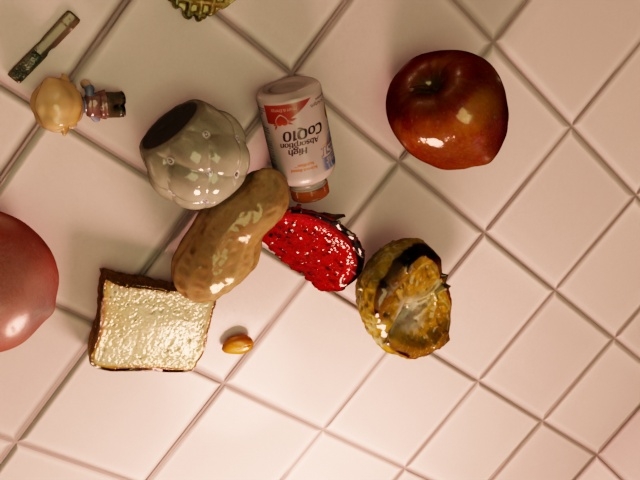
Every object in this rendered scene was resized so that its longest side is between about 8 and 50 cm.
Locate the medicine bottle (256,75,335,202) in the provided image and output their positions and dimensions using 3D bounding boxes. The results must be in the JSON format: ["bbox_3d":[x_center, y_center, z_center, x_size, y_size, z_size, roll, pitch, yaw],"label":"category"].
[{"bbox_3d":[-0.051,-0.237,1.679,0.157,0.157,0.288,-20,120,-13],"label":"medicine bottle"}]

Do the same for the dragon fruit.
[{"bbox_3d":[0.000,0.000,1.812,0.343,0.282,0.100,45,51,-32],"label":"dragon fruit"}]

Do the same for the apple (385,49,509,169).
[{"bbox_3d":[0.323,-0.325,1.727,0.288,0.288,0.317,-50,135,6],"label":"apple"}]

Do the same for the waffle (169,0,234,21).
[{"bbox_3d":[-0.258,-0.574,1.503,0.183,0.036,0.169,-36,120,-5],"label":"waffle"}]

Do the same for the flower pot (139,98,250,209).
[{"bbox_3d":[-0.279,-0.189,1.563,0.246,0.246,0.195,-40,122,0],"label":"flower pot"}]

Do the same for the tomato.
[{"bbox_3d":[-0.718,0.093,1.470,0.322,0.321,0.321,-9,117,-18],"label":"tomato"}]

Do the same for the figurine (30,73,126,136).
[{"bbox_3d":[-0.523,-0.297,1.503,0.196,0.108,0.114,-15,131,-35],"label":"figurine"}]

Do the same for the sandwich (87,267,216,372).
[{"bbox_3d":[-0.430,0.211,1.774,0.301,0.099,0.271,7,115,-29],"label":"sandwich"}]

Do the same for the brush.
[{"bbox_3d":[-0.581,-0.405,1.457,0.190,0.027,0.034,-45,124,2],"label":"brush"}]

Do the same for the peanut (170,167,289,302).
[{"bbox_3d":[-0.211,-0.010,1.656,0.192,0.169,0.387,28,106,-34],"label":"peanut"}]

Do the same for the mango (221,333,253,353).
[{"bbox_3d":[-0.230,0.291,1.924,0.089,0.046,0.060,-17,120,-9],"label":"mango"}]

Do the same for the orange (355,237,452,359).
[{"bbox_3d":[0.213,0.161,1.943,0.271,0.210,0.368,-40,127,-28],"label":"orange"}]
